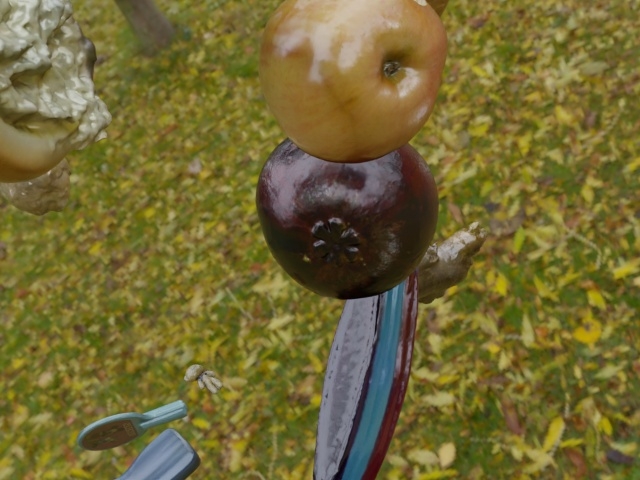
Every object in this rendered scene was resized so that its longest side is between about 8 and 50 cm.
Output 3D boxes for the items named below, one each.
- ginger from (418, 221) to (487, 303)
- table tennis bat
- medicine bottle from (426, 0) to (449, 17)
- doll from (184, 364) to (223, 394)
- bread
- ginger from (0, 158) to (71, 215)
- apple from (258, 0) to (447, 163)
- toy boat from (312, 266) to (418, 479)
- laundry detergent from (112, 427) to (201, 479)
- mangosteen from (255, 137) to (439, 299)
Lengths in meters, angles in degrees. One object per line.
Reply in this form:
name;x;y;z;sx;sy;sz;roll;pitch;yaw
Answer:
ginger;0.179;0.066;1.778;0.333;0.166;0.080;-23;36;-22
table tennis bat;-0.407;0.400;2.048;0.244;0.153;0.040;-17;61;-11
medicine bottle;0.075;-0.340;1.351;0.222;0.149;0.112;-34;77;-15
doll;-0.286;0.340;2.310;0.051;0.093;0.061;-43;4;44
bread;-0.351;-0.171;0.777;0.270;0.316;0.211;-8;33;10
ginger;-0.485;-0.092;1.475;0.193;0.123;0.115;-11;-4;2
apple;0.030;-0.160;0.868;0.199;0.199;0.199;-21;36;16
toy boat;0.055;0.201;1.336;0.136;0.079;0.392;4;75;38
laundry detergent;-0.314;0.433;1.679;0.096;0.061;0.206;37;66;28
mangosteen;0.035;-0.055;1.223;0.235;0.236;0.261;-19;25;18
